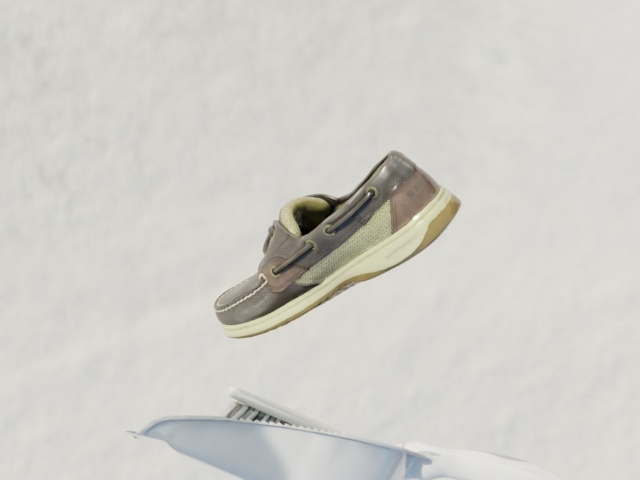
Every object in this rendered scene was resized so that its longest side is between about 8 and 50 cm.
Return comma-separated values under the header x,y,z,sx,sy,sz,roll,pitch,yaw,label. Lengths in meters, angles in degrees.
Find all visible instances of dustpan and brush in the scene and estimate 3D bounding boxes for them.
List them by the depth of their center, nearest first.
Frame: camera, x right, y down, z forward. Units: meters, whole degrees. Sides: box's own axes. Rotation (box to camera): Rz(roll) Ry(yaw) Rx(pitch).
x,y,z,sx,sy,sz,roll,pitch,yaw,label
0.019,0.110,0.933,0.211,0.147,0.060,21,82,5,dustpan and brush

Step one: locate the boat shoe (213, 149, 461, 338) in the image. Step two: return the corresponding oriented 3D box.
x,y,z,sx,sy,sz,roll,pitch,yaw,label
0.000,0.000,0.895,0.152,0.056,0.049,-30,102,36,boat shoe
